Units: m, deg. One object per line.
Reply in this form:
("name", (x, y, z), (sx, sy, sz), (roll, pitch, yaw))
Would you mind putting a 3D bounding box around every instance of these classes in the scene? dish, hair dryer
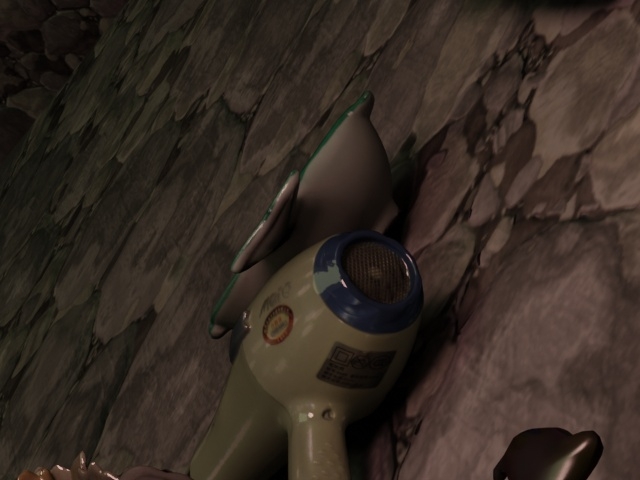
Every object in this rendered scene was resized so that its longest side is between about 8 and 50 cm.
("dish", (0.000, 0.000, 1.233), (0.224, 0.078, 0.246), (-56, -2, 6))
("hair dryer", (-0.029, 0.161, 1.128), (0.296, 0.119, 0.298), (145, 137, -66))

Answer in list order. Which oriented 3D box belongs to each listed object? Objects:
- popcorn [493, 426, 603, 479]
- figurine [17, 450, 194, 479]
("popcorn", (0.030, 0.230, 0.599), (0.316, 0.281, 0.297), (-27, -9, 28))
("figurine", (-0.153, 0.258, 1.204), (0.166, 0.207, 0.387), (-36, -6, -26))
